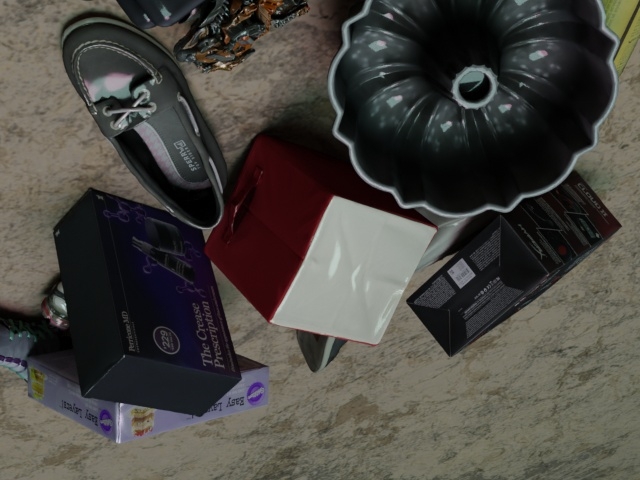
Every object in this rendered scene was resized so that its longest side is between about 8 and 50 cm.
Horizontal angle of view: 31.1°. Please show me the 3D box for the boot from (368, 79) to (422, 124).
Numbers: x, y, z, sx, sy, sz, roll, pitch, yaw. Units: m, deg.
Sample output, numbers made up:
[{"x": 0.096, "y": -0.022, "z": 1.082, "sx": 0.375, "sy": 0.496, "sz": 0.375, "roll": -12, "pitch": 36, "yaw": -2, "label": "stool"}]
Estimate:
[{"x": 0.126, "y": -0.136, "z": 1.494, "sx": 0.178, "sy": 0.085, "sz": 0.236, "roll": -6, "pitch": 134, "yaw": -14, "label": "boot"}]

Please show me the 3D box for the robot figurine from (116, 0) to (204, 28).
[{"x": -0.189, "y": -0.314, "z": 0.971, "sx": 0.209, "sy": 0.173, "sz": 0.278, "roll": -20, "pitch": 116, "yaw": 34, "label": "robot figurine"}]

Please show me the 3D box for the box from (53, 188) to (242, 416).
[{"x": -0.225, "y": 0.081, "z": 1.480, "sx": 0.184, "sy": 0.261, "sz": 0.103, "roll": 15, "pitch": 133, "yaw": -39, "label": "box"}]

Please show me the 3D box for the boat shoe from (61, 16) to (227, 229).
[{"x": -0.190, "y": -0.129, "z": 1.353, "sx": 0.112, "sy": 0.095, "sz": 0.335, "roll": -23, "pitch": 145, "yaw": 8, "label": "boat shoe"}]

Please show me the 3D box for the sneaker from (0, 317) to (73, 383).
[{"x": -0.428, "y": 0.133, "z": 1.645, "sx": 0.098, "sy": 0.083, "sz": 0.224, "roll": -42, "pitch": 148, "yaw": -2, "label": "sneaker"}]

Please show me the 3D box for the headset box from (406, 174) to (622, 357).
[{"x": 0.294, "y": 0.029, "z": 1.690, "sx": 0.293, "sy": 0.110, "sz": 0.218, "roll": -24, "pitch": 162, "yaw": -52, "label": "headset box"}]

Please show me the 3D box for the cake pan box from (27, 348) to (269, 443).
[{"x": -0.240, "y": 0.196, "z": 1.625, "sx": 0.267, "sy": 0.245, "sz": 0.070, "roll": -9, "pitch": 107, "yaw": -43, "label": "cake pan box"}]

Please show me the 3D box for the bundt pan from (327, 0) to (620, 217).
[{"x": 0.165, "y": -0.199, "z": 1.321, "sx": 0.330, "sy": 0.124, "sz": 0.331, "roll": -2, "pitch": 120, "yaw": -4, "label": "bundt pan"}]

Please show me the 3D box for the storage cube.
[{"x": 0.000, "y": 0.000, "z": 1.481, "sx": 0.215, "sy": 0.193, "sz": 0.184, "roll": 17, "pitch": 106, "yaw": -38, "label": "storage cube"}]

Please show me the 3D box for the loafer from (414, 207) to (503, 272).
[{"x": 0.147, "y": -0.007, "z": 1.645, "sx": 0.319, "sy": 0.112, "sz": 0.111, "roll": -28, "pitch": 152, "yaw": 2, "label": "loafer"}]

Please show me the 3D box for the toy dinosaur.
[{"x": -0.061, "y": -0.299, "z": 1.175, "sx": 0.218, "sy": 0.164, "sz": 0.322, "roll": 1, "pitch": 125, "yaw": -48, "label": "toy dinosaur"}]

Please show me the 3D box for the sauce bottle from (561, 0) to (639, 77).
[{"x": 0.349, "y": -0.315, "z": 1.327, "sx": 0.111, "sy": 0.111, "sz": 0.344, "roll": -5, "pitch": 143, "yaw": -18, "label": "sauce bottle"}]

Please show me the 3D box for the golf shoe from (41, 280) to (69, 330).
[{"x": -0.297, "y": 0.098, "z": 1.642, "sx": 0.186, "sy": 0.067, "sz": 0.086, "roll": 16, "pitch": 132, "yaw": -39, "label": "golf shoe"}]

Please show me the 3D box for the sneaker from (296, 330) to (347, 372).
[{"x": 0.040, "y": 0.136, "z": 1.834, "sx": 0.118, "sy": 0.083, "sz": 0.222, "roll": -18, "pitch": 156, "yaw": -24, "label": "sneaker"}]
